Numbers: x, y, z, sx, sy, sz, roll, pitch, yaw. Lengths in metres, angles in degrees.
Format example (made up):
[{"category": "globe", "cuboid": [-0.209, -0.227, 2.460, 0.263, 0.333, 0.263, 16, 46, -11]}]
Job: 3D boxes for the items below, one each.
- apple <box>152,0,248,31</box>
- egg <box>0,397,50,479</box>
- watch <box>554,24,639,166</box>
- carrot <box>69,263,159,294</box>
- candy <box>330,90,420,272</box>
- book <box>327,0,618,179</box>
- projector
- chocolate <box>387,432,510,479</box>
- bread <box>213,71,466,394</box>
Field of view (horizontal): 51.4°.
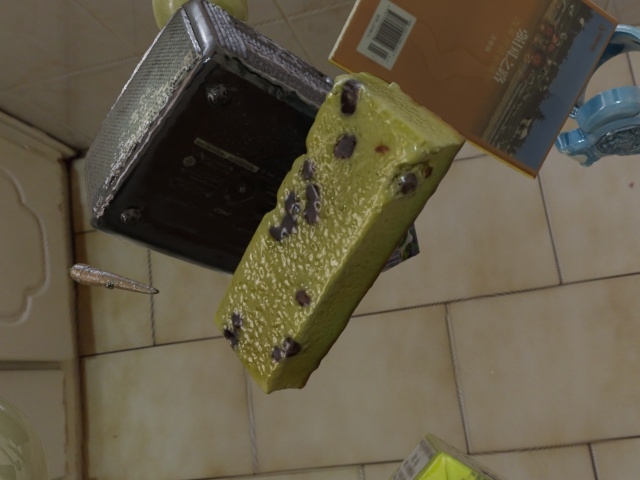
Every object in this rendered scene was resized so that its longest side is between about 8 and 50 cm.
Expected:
[{"category": "apple", "cuboid": [-0.235, -0.458, 1.298, 0.200, 0.200, 0.200, -3, 78, 14]}, {"category": "egg", "cuboid": [-0.443, 0.296, 0.836, 0.241, 0.186, 0.186, 41, 91, 24]}, {"category": "watch", "cuboid": [0.478, -0.247, 1.108, 0.211, 0.211, 0.193, -8, 69, 13]}, {"category": "carrot", "cuboid": [-0.475, 0.094, 1.526, 0.254, 0.049, 0.049, 10, 82, 23]}, {"category": "candy", "cuboid": [0.090, -0.102, 1.075, 0.088, 0.061, 0.312, -22, 114, -21]}, {"category": "book", "cuboid": [0.224, -0.281, 0.934, 0.374, 0.028, 0.262, 25, 95, -22]}, {"category": "projector", "cuboid": [-0.167, -0.160, 1.219, 0.405, 0.395, 0.242, -48, 41, 22]}, {"category": "chocolate", "cuboid": [0.273, 0.468, 1.157, 0.288, 0.301, 0.137, 29, 83, 8]}, {"category": "bread", "cuboid": [0.000, 0.000, 0.709, 0.138, 0.077, 0.361, 51, 126, 31]}]
